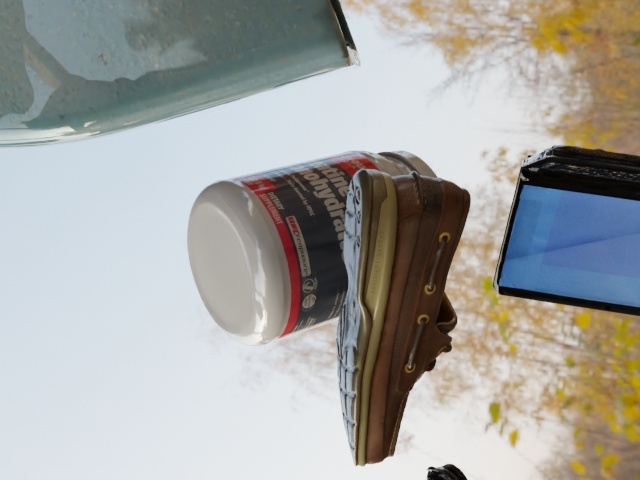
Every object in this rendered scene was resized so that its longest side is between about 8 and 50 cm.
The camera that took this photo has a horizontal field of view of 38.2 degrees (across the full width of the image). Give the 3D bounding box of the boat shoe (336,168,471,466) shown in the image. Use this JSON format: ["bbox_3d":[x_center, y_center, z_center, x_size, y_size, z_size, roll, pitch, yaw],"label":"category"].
[{"bbox_3d":[0.042,0.047,0.479,0.064,0.060,0.178,-102,14,-59],"label":"boat shoe"}]

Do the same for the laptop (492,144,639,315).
[{"bbox_3d":[0.283,0.008,0.790,0.264,0.234,0.136,-20,-62,-85],"label":"laptop"}]

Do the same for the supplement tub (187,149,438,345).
[{"bbox_3d":[0.000,0.000,1.083,0.272,0.191,0.191,-16,-62,-32],"label":"supplement tub"}]

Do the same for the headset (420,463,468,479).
[{"bbox_3d":[0.036,0.317,0.687,0.394,0.243,0.185,-18,-105,-48],"label":"headset"}]

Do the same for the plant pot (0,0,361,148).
[{"bbox_3d":[-0.137,-0.175,0.544,0.248,0.252,0.247,-72,-39,-79],"label":"plant pot"}]
